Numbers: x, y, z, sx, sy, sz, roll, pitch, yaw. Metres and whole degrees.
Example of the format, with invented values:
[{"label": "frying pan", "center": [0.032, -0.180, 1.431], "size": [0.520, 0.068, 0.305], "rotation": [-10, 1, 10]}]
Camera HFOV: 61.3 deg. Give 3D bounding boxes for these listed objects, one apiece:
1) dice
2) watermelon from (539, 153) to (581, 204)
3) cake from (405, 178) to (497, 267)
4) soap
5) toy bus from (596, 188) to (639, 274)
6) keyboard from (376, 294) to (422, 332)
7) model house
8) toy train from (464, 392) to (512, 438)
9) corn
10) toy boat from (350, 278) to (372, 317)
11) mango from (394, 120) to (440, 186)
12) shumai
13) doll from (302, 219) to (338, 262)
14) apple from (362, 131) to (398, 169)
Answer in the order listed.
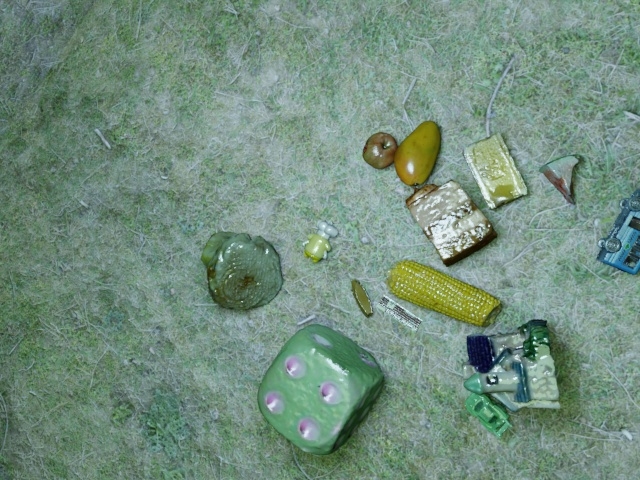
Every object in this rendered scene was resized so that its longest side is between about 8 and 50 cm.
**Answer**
[{"label": "dice", "center": [0.006, 0.497, 1.826], "size": [0.330, 0.318, 0.322], "rotation": [31, 99, 19]}, {"label": "watermelon", "center": [0.757, -0.199, 1.713], "size": [0.121, 0.098, 0.158], "rotation": [7, 94, 20]}, {"label": "cake", "center": [0.418, -0.079, 1.778], "size": [0.199, 0.196, 0.293], "rotation": [-35, 73, 13]}, {"label": "soap", "center": [0.574, -0.228, 1.786], "size": [0.135, 0.076, 0.233], "rotation": [-25, 79, 16]}, {"label": "toy bus", "center": [0.945, -0.026, 1.627], "size": [0.134, 0.113, 0.246], "rotation": [28, 99, 14]}, {"label": "keyboard", "center": [0.276, 0.259, 1.899], "size": [0.166, 0.017, 0.055], "rotation": [33, 99, 17]}, {"label": "model house", "center": [0.567, 0.382, 1.644], "size": [0.284, 0.298, 0.243], "rotation": [-13, 83, 19]}, {"label": "toy train", "center": [0.546, 0.561, 1.760], "size": [0.149, 0.081, 0.099], "rotation": [42, 102, 16]}, {"label": "corn", "center": [0.399, 0.175, 1.796], "size": [0.387, 0.144, 0.143], "rotation": [22, 95, 21]}, {"label": "toy boat", "center": [0.145, 0.206, 1.932], "size": [0.047, 0.049, 0.149], "rotation": [-20, 78, -13]}, {"label": "mango", "center": [0.331, -0.303, 1.840], "size": [0.139, 0.113, 0.253], "rotation": [19, 75, 16]}, {"label": "shumai", "center": [-0.313, 0.083, 2.051], "size": [0.309, 0.304, 0.263], "rotation": [-56, 39, 11]}, {"label": "doll", "center": [0.000, 0.000, 1.983], "size": [0.106, 0.062, 0.162], "rotation": [32, 98, 13]}, {"label": "apple", "center": [0.211, -0.314, 1.896], "size": [0.126, 0.102, 0.126], "rotation": [6, 73, -19]}]
